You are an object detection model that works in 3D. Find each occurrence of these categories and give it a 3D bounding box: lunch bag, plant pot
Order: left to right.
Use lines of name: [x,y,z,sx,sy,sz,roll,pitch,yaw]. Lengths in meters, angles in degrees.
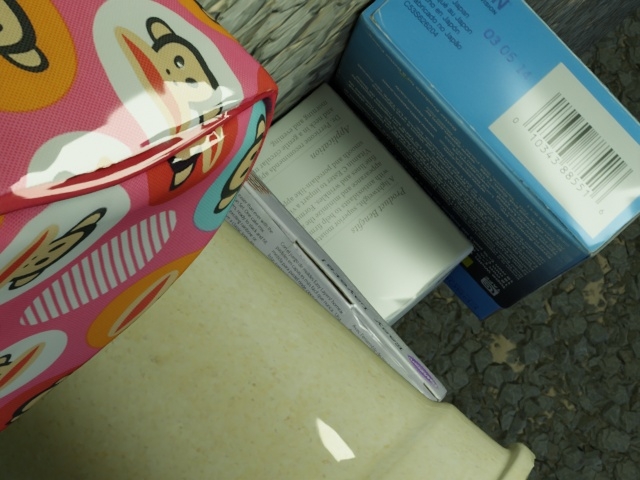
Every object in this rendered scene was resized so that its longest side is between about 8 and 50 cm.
lunch bag: [-0.169,0.028,0.500,0.293,0.120,0.258,-43,175,29]
plant pot: [-0.092,0.129,0.962,0.334,0.305,0.334,-41,176,-3]

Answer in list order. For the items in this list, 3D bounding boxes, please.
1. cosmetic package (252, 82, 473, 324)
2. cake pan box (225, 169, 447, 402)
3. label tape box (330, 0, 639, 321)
cosmetic package: [0.000,0.000,1.273,0.151,0.183,0.151,-39,175,-14]
cake pan box: [-0.074,0.105,1.155,0.246,0.267,0.070,-44,173,13]
label tape box: [0.124,-0.075,1.243,0.106,0.240,0.333,-42,177,-12]
